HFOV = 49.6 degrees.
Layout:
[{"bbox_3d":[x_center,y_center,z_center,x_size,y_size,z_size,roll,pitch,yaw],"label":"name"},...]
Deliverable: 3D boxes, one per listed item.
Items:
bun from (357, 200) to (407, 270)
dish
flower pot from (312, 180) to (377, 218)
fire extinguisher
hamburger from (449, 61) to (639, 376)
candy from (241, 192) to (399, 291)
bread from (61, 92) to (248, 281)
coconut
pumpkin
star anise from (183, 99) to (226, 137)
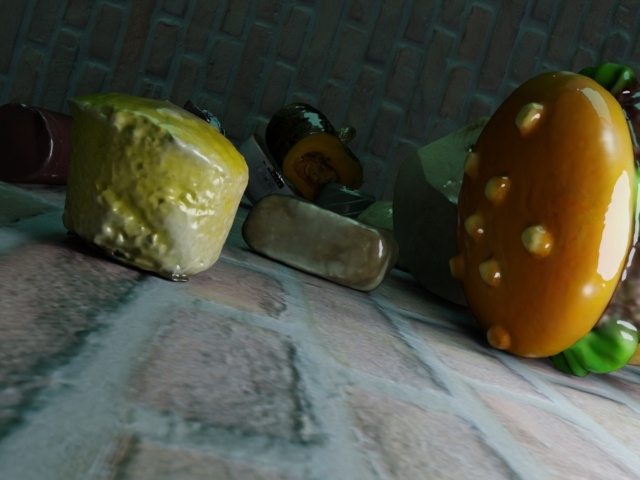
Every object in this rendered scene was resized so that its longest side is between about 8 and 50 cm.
[{"bbox_3d":[0.204,-0.013,1.631,0.259,0.152,0.259,16,7,-2],"label":"bun"},{"bbox_3d":[-0.153,-0.164,1.886,0.256,0.117,0.256,53,8,-11],"label":"dish"},{"bbox_3d":[0.064,-0.071,1.823,0.235,0.140,0.235,20,5,-2],"label":"flower pot"},{"bbox_3d":[-0.408,-0.155,1.130,0.114,0.135,0.337,23,4,3],"label":"fire extinguisher"},{"bbox_3d":[0.333,-0.036,0.907,0.277,0.396,0.396,6,7,-11],"label":"hamburger"},{"bbox_3d":[0.000,0.000,1.057,0.234,0.102,0.104,22,6,20],"label":"candy"},{"bbox_3d":[-0.177,-0.062,0.721,0.197,0.170,0.197,17,7,-2],"label":"bread"},{"bbox_3d":[0.332,-0.060,1.272,0.415,0.415,0.344,10,51,-56],"label":"coconut"},{"bbox_3d":[0.001,-0.237,1.868,0.317,0.222,0.139,48,13,-45],"label":"pumpkin"},{"bbox_3d":[-0.279,-0.206,1.708,0.283,0.129,0.212,59,10,-18],"label":"star anise"}]
